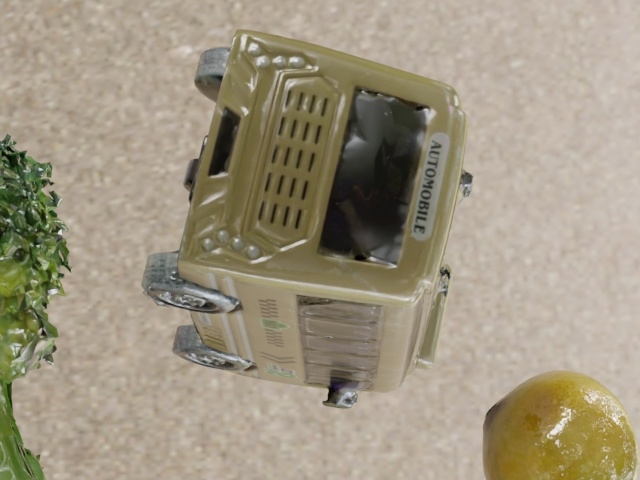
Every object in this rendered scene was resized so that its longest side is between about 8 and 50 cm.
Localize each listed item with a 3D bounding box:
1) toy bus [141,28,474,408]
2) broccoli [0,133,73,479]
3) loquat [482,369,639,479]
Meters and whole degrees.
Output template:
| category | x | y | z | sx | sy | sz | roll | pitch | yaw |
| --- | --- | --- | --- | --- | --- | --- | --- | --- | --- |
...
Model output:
| category | x | y | z | sx | sy | sz | roll | pitch | yaw |
| --- | --- | --- | --- | --- | --- | --- | --- | --- | --- |
| toy bus | 0.000 | 0.000 | 0.900 | 0.289 | 0.157 | 0.139 | 90 | 13 | -73 |
| broccoli | -0.171 | 0.051 | 0.744 | 0.194 | 0.220 | 0.194 | 12 | 66 | -29 |
| loquat | 0.214 | 0.192 | 1.449 | 0.137 | 0.163 | 0.163 | 10 | 75 | -24 |
